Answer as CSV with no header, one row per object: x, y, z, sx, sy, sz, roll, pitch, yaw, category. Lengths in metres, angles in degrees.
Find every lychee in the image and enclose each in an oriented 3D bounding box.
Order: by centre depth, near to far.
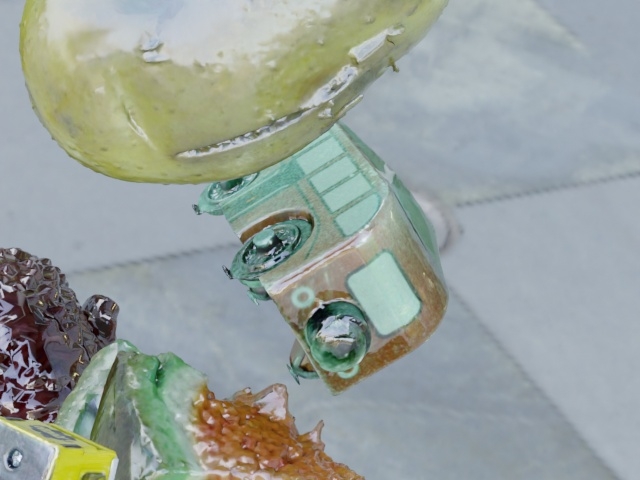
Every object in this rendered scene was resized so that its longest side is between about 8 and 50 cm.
-0.335,0.162,1.574,0.330,0.306,0.306,-33,54,-17,lychee

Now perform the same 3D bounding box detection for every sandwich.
-0.087,0.190,1.103,0.301,0.162,0.250,8,57,24,sandwich

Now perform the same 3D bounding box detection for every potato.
-0.038,-0.127,0.790,0.248,0.143,0.169,-34,73,-3,potato

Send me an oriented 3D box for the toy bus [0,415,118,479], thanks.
-0.198,0.227,0.981,0.081,0.226,0.074,14,3,37,toy bus

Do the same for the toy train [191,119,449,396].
0.000,0.000,1.249,0.159,0.129,0.326,-33,27,0,toy train
